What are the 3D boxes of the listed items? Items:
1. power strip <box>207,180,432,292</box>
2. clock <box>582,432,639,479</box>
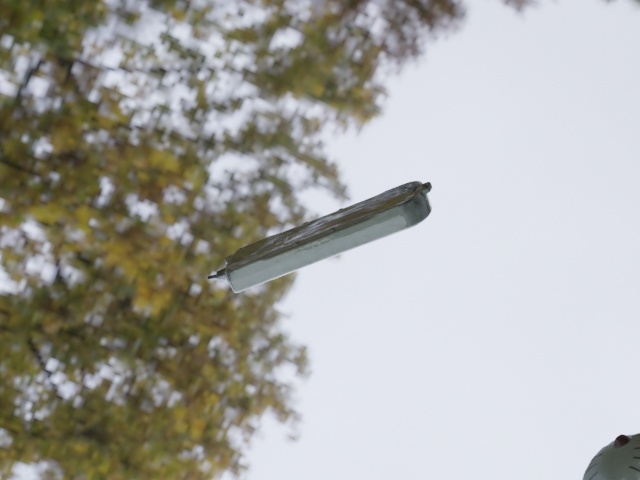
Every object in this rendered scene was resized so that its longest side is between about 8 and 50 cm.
[{"bbox_3d":[0.000,0.000,1.414,0.080,0.227,0.029,-65,-47,-72],"label":"power strip"},{"bbox_3d":[0.352,0.327,1.723,0.146,0.200,0.243,49,-129,-34],"label":"clock"}]
